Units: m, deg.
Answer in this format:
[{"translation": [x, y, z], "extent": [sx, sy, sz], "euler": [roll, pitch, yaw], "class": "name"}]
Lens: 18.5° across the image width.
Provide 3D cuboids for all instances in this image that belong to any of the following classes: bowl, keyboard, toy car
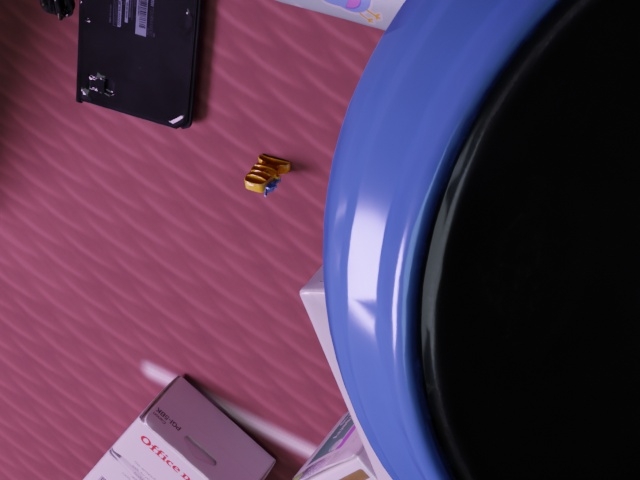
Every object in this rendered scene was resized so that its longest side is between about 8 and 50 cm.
[{"translation": [0.196, 0.000, 0.872], "extent": [0.077, 0.391, 0.391], "euler": [-128, 16, -62], "class": "bowl"}, {"translation": [-0.122, -0.153, 1.208], "extent": [0.108, 0.023, 0.180], "euler": [17, 132, 9], "class": "keyboard"}, {"translation": [0.000, 0.000, 1.232], "extent": [0.122, 0.040, 0.060], "euler": [28, 135, 14], "class": "toy car"}]

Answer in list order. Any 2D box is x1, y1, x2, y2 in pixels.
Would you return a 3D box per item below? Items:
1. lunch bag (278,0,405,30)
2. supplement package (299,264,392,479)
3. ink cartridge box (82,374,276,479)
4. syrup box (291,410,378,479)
[{"translation": [0.072, -0.231, 0.914], "extent": [0.223, 0.160, 0.262], "euler": [20, 122, 28], "class": "lunch bag"}, {"translation": [0.158, 0.068, 1.096], "extent": [0.262, 0.145, 0.204], "euler": [-1, 123, 36], "class": "supplement package"}, {"translation": [-0.108, 0.174, 1.438], "extent": [0.099, 0.056, 0.135], "euler": [42, 138, -1], "class": "ink cartridge box"}, {"translation": [0.095, 0.211, 1.294], "extent": [0.237, 0.093, 0.096], "euler": [48, 137, -6], "class": "syrup box"}]
